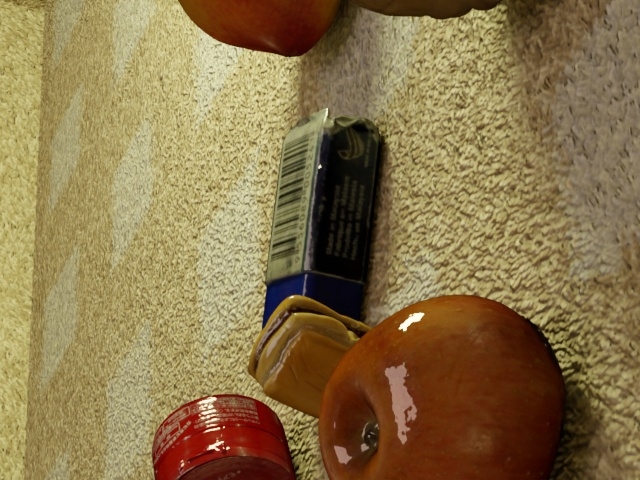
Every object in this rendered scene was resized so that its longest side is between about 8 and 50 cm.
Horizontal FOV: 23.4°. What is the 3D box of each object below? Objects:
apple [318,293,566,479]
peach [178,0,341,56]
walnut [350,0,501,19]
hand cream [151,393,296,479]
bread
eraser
[{"bbox_3d":[0.117,0.184,1.536,0.272,0.206,0.251,-33,52,58],"label":"apple"},{"bbox_3d":[-0.095,-0.423,2.272,0.307,0.289,0.289,-92,25,-45],"label":"peach"},{"bbox_3d":[0.118,-0.402,1.740,0.333,0.333,0.332,-168,90,-68],"label":"walnut"},{"bbox_3d":[-0.130,0.311,2.084,0.125,0.193,0.193,-105,34,-48],"label":"hand cream"},{"bbox_3d":[0.019,0.150,1.793,0.116,0.200,0.077,-57,27,17],"label":"bread"},{"bbox_3d":[0.000,0.000,2.051,0.155,0.102,0.332,-20,62,63],"label":"eraser"}]
